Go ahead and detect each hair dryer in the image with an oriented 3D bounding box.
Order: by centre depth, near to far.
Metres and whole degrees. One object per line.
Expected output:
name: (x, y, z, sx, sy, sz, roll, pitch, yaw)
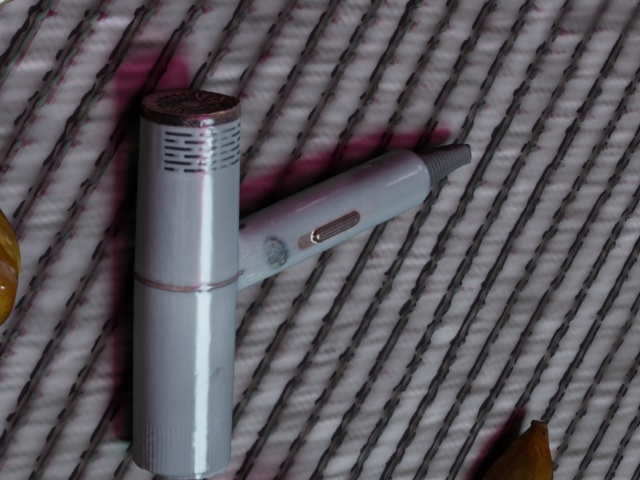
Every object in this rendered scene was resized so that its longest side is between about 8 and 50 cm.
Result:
hair dryer: (0.001, 0.007, 0.831, 0.183, 0.044, 0.154, -11, 115, -38)

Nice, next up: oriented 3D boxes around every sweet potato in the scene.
sweet potato: (0.087, 0.130, 0.944, 0.034, 0.034, 0.095, 31, 88, -41)

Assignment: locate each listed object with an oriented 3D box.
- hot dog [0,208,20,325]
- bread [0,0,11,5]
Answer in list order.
hot dog: (-0.198, -0.034, 0.636, 0.100, 0.068, 0.249, -35, 129, 16)
bread: (-0.156, -0.179, 0.577, 0.107, 0.136, 0.241, -36, 123, -23)
